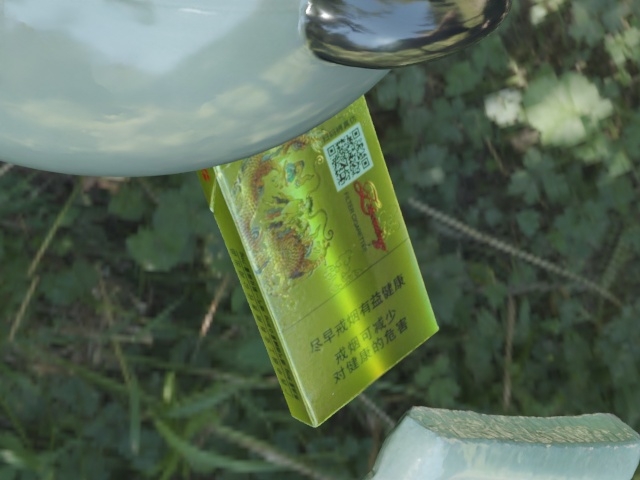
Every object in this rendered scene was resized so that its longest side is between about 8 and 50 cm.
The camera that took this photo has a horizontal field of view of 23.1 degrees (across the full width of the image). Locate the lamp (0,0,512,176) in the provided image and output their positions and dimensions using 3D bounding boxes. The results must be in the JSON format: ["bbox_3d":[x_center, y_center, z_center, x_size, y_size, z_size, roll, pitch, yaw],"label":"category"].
[{"bbox_3d":[-0.054,-0.126,0.407,0.197,0.244,0.198,-1,133,-1],"label":"lamp"}]

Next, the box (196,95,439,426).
[{"bbox_3d":[0.000,0.000,1.430,0.173,0.043,0.311,-37,124,-27],"label":"box"}]

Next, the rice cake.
[{"bbox_3d":[0.097,0.130,0.830,0.221,0.042,0.080,9,112,-51],"label":"rice cake"}]
